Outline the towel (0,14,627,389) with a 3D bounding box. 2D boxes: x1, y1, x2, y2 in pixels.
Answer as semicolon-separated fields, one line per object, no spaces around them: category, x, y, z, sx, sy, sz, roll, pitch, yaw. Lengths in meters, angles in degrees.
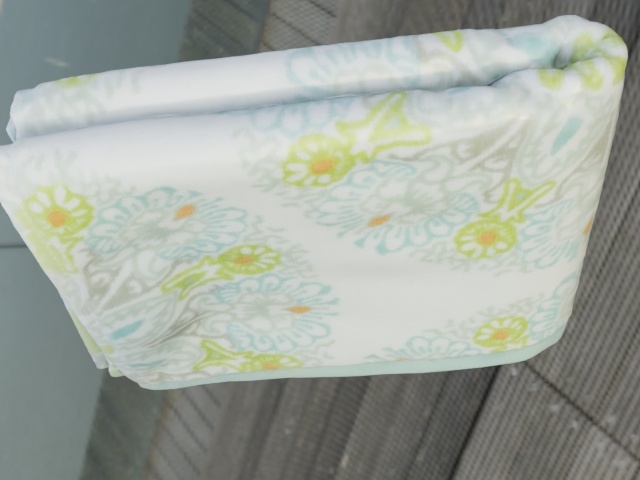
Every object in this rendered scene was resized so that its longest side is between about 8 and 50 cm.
towel;0.000;0.000;0.726;0.320;0.375;0.090;82;-179;-60
